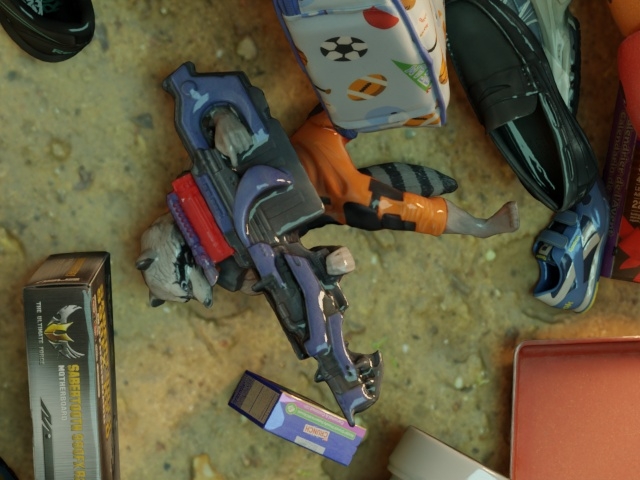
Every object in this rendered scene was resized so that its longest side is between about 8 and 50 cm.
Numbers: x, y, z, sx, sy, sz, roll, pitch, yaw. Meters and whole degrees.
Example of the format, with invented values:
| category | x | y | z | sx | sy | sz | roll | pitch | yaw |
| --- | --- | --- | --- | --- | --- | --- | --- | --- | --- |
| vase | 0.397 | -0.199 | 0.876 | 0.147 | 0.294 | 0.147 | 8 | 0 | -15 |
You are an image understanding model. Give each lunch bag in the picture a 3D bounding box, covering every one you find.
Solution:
| category | x | y | z | sx | sy | sz | roll | pitch | yaw |
| --- | --- | --- | --- | --- | --- | --- | --- | --- | --- |
| lunch bag | 0.032 | -0.234 | 1.379 | 0.115 | 0.303 | 0.243 | -7 | 65 | 9 |

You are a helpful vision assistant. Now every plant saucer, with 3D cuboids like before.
| category | x | y | z | sx | sy | sz | roll | pitch | yaw |
| --- | --- | --- | --- | --- | --- | --- | --- | --- | --- |
| plant saucer | 0.294 | 0.218 | 1.706 | 0.259 | 0.048 | 0.259 | -1 | 98 | -21 |

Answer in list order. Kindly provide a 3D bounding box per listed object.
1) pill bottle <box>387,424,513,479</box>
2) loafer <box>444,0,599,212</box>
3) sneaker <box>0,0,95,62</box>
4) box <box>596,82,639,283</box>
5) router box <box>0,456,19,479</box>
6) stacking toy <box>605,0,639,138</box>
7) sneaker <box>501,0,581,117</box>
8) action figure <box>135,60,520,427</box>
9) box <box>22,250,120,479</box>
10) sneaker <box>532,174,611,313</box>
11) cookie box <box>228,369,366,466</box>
| category | x | y | z | sx | sy | sz | roll | pitch | yaw |
| --- | --- | --- | --- | --- | --- | --- | --- | --- | --- |
| pill bottle | 0.075 | 0.326 | 1.575 | 0.161 | 0.161 | 0.283 | 30 | 86 | -21 |
| loafer | 0.173 | -0.125 | 1.524 | 0.223 | 0.076 | 0.078 | 57 | 34 | -10 |
| sneaker | -0.263 | -0.269 | 1.406 | 0.101 | 0.106 | 0.267 | -38 | 107 | -11 |
| box | 0.418 | -0.042 | 1.713 | 0.293 | 0.057 | 0.200 | 8 | 93 | -21 |
| router box | -0.309 | 0.178 | 1.427 | 0.046 | 0.133 | 0.179 | -38 | 108 | -5 |
| stacking toy | 0.384 | -0.086 | 1.495 | 0.351 | 0.350 | 0.479 | 11 | 80 | -21 |
| sneaker | 0.180 | -0.193 | 1.597 | 0.122 | 0.110 | 0.283 | 1 | 113 | 13 |
| action figure | 0.000 | 0.000 | 1.506 | 0.330 | 0.178 | 0.341 | -17 | 78 | -13 |
| box | -0.204 | 0.135 | 1.433 | 0.056 | 0.183 | 0.231 | -2 | 97 | -1 |
| sneaker | 0.241 | -0.001 | 1.655 | 0.059 | 0.053 | 0.144 | 6 | 94 | -19 |
| cookie box | -0.022 | 0.160 | 1.547 | 0.092 | 0.107 | 0.040 | 27 | 87 | -22 |
